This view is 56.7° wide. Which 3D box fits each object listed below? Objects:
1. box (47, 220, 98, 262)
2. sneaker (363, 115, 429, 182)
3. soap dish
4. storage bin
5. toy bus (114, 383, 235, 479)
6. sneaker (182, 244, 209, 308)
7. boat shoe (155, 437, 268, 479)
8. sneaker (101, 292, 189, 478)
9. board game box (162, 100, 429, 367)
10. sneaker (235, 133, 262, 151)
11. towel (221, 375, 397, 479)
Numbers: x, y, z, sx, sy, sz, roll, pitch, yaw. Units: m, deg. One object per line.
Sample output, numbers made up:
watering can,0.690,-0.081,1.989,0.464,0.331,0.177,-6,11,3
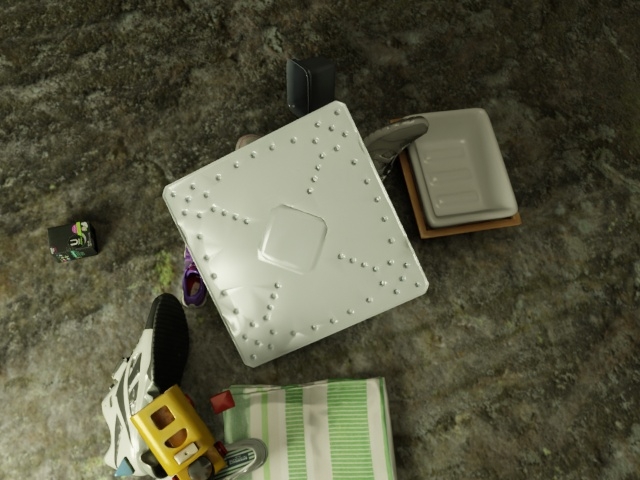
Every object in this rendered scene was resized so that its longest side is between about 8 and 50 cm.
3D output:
box,-0.506,0.003,1.213,0.083,0.052,0.062,-12,70,-10
sneaker,0.121,-0.168,1.280,0.281,0.105,0.115,-31,93,28
soap dish,0.290,-0.144,1.321,0.228,0.118,0.291,-8,71,-9
storage bin,-0.021,-0.358,1.364,0.091,0.135,0.098,-26,50,-26
toy bus,-0.221,0.334,0.963,0.202,0.104,0.191,10,76,-11
sneaker,-0.249,0.053,1.213,0.068,0.071,0.170,1,69,-6
boat shoe,-0.207,0.409,1.061,0.226,0.076,0.083,-27,71,0
sneaker,-0.335,0.258,1.094,0.146,0.122,0.331,-4,68,20
board game box,-0.048,-0.006,1.136,0.390,0.050,0.390,-25,94,10
sneaker,-0.088,-0.145,1.283,0.103,0.111,0.252,-42,79,-18
towel,-0.020,0.389,1.132,0.324,0.038,0.248,-3,71,-8
